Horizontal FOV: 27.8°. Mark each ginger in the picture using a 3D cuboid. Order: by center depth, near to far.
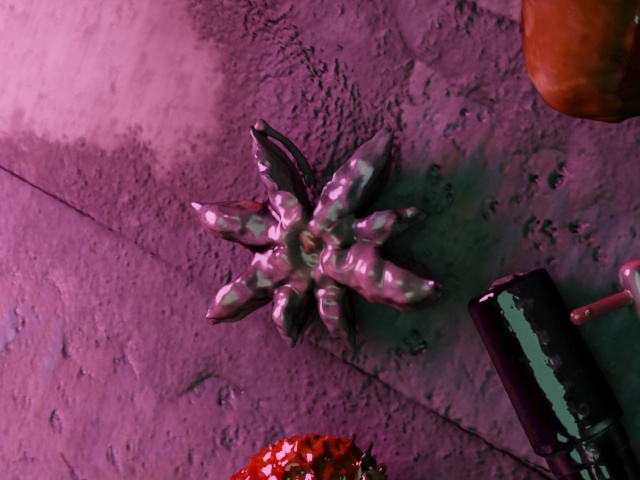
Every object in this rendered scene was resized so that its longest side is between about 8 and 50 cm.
[{"bbox_3d":[0.247,-0.242,0.961,0.321,0.172,0.165,-62,37,14],"label":"ginger"}]

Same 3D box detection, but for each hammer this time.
[{"bbox_3d":[0.238,0.049,1.041,0.083,0.031,0.053,-20,84,-12],"label":"hammer"}]

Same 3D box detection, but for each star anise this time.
[{"bbox_3d":[0.000,0.000,1.104,0.236,0.093,0.229,31,104,16],"label":"star anise"}]

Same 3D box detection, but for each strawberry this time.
[{"bbox_3d":[-0.024,0.249,1.135,0.236,0.107,0.175,-33,120,20],"label":"strawberry"}]

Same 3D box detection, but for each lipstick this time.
[{"bbox_3d":[0.214,0.165,1.048,0.081,0.081,0.300,-28,85,19],"label":"lipstick"}]
